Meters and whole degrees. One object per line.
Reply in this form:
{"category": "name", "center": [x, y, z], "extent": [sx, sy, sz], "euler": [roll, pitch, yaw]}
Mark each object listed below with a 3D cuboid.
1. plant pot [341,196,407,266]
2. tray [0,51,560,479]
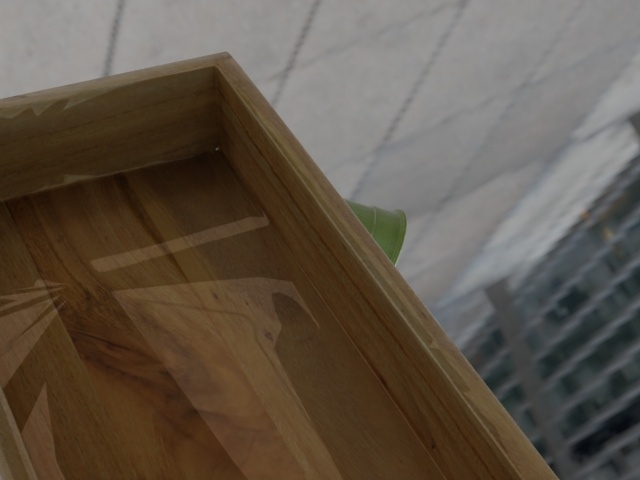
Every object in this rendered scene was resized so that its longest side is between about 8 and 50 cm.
{"category": "plant pot", "center": [0.000, 0.000, 1.064], "extent": [0.083, 0.079, 0.083], "euler": [-55, -164, 25]}
{"category": "tray", "center": [-0.065, 0.054, 0.780], "extent": [0.203, 0.411, 0.076], "euler": [-14, 127, -17]}
